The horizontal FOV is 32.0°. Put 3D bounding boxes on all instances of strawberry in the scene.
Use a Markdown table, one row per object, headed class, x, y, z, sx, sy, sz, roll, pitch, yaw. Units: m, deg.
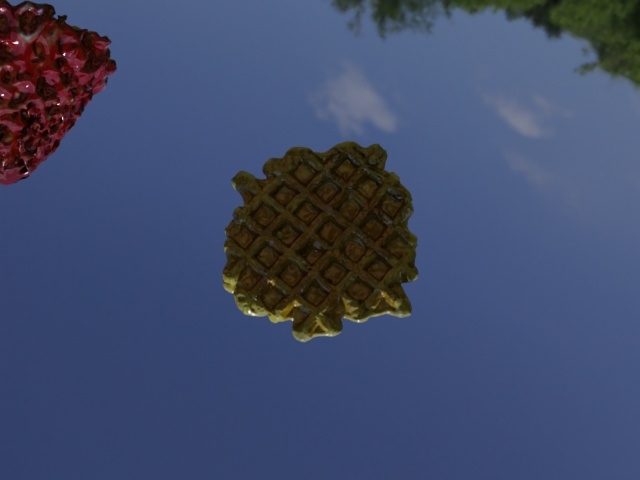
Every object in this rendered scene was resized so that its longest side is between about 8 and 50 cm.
| class | x | y | z | sx | sy | sz | roll | pitch | yaw |
| --- | --- | --- | --- | --- | --- | --- | --- | --- | --- |
| strawberry | -0.337 | -0.151 | 1.190 | 0.234 | 0.178 | 0.234 | 5 | 164 | 2 |

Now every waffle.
| class | x | y | z | sx | sy | sz | roll | pitch | yaw |
| --- | --- | --- | --- | --- | --- | --- | --- | --- | --- |
| waffle | 0.000 | 0.000 | 1.341 | 0.238 | 0.243 | 0.059 | -2 | 166 | -7 |
